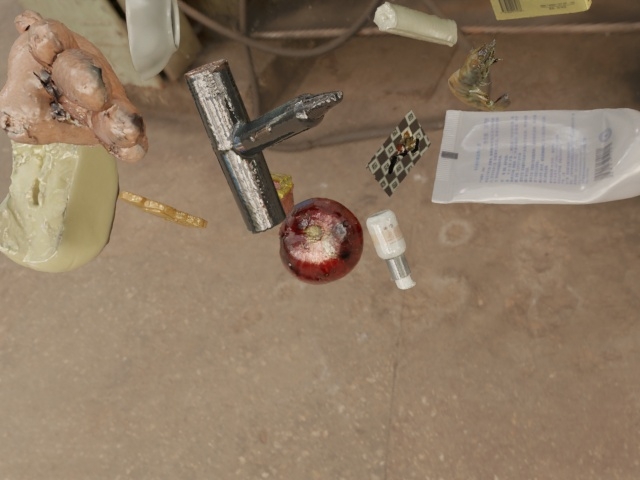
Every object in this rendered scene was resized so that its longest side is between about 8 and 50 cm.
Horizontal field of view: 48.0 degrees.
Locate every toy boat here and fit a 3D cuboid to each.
[{"bbox_3d":[-0.114,-0.089,1.541,0.141,0.099,0.318,-52,20,2],"label":"toy boat"}]

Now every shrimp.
[{"bbox_3d":[0.423,-0.402,1.816,0.169,0.296,0.058,30,77,0],"label":"shrimp"}]

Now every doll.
[{"bbox_3d":[-0.303,-0.160,0.848,0.156,0.201,0.303,-35,29,-10],"label":"doll"}]

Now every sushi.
[{"bbox_3d":[0.194,-0.226,1.871,0.031,0.139,0.201,26,72,46],"label":"sushi"}]

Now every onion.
[{"bbox_3d":[0.000,0.000,1.049,0.131,0.131,0.131,-14,46,15],"label":"onion"}]

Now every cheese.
[{"bbox_3d":[-0.444,-0.078,1.219,0.127,0.233,0.266,6,82,12],"label":"cheese"}]

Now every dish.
[{"bbox_3d":[-0.263,-0.353,1.159,0.066,0.191,0.191,-1,47,-2],"label":"dish"}]

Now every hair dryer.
[{"bbox_3d":[-0.035,-0.085,0.660,0.050,0.173,0.194,-36,26,-31],"label":"hair dryer"}]

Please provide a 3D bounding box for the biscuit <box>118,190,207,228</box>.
[{"bbox_3d":[-0.412,-0.076,1.872,0.144,0.236,0.040,-5,69,56],"label":"biscuit"}]

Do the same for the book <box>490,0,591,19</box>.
[{"bbox_3d":[0.304,-0.442,1.083,0.161,0.231,0.026,10,55,42],"label":"book"}]

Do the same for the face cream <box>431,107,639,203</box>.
[{"bbox_3d":[0.429,-0.161,1.339,0.420,0.137,0.235,3,59,19],"label":"face cream"}]

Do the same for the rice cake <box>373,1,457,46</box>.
[{"bbox_3d":[0.209,-0.459,1.535,0.052,0.057,0.256,21,18,40],"label":"rice cake"}]

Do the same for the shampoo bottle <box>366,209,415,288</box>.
[{"bbox_3d":[0.172,0.024,1.726,0.074,0.192,0.074,-20,10,4],"label":"shampoo bottle"}]
